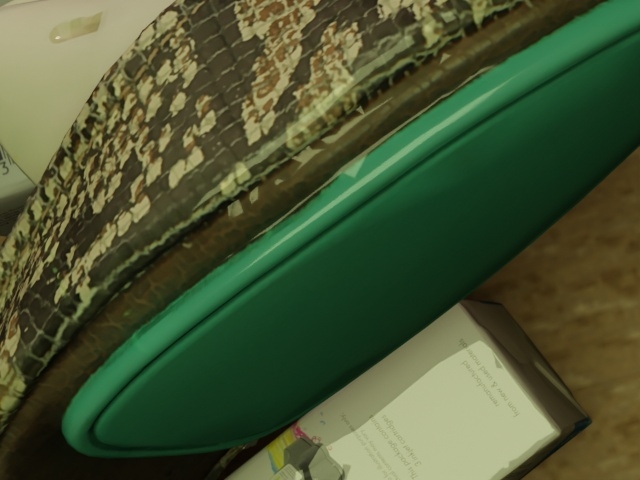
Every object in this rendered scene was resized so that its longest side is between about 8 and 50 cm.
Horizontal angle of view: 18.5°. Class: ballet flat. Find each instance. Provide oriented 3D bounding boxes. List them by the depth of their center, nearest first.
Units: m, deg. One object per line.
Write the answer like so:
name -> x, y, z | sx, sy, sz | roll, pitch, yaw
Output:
ballet flat -> -0.086, 0.040, 0.603 | 0.182, 0.164, 0.483 | 46, 108, 22

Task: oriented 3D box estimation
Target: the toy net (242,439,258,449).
toy net -> 0.000, 0.000, 0.710 | 0.045, 0.122, 0.232 | 34, 96, 16

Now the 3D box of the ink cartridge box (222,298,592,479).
ink cartridge box -> 0.005, 0.100, 0.710 | 0.181, 0.104, 0.061 | -39, 78, 9

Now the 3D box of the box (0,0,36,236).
box -> -0.072, -0.055, 0.721 | 0.126, 0.137, 0.072 | -19, 83, 12
